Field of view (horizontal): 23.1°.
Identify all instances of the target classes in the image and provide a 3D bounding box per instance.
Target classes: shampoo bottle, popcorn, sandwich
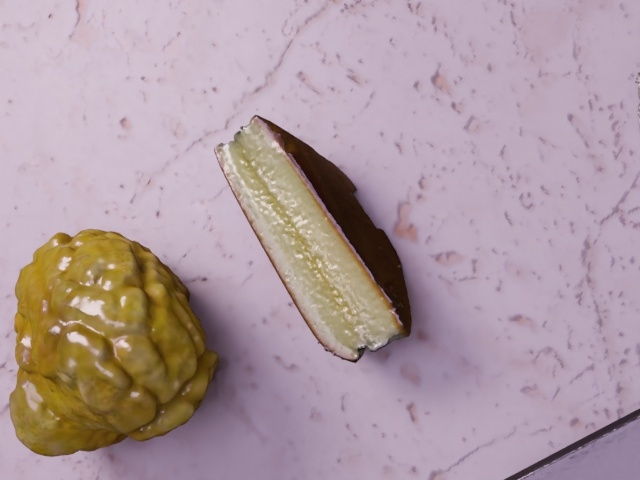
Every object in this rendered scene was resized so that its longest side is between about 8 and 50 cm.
[{"bbox_3d":[0.245,0.196,1.299,0.246,0.080,0.079,-30,73,12],"label":"shampoo bottle"},{"bbox_3d":[-0.203,0.099,1.403,0.226,0.200,0.203,43,91,21],"label":"popcorn"},{"bbox_3d":[0.000,0.000,1.408,0.090,0.088,0.244,-37,76,20],"label":"sandwich"}]

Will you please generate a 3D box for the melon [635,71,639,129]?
[{"bbox_3d":[0.334,-0.138,1.311,0.139,0.093,0.202,5,89,11],"label":"melon"}]
